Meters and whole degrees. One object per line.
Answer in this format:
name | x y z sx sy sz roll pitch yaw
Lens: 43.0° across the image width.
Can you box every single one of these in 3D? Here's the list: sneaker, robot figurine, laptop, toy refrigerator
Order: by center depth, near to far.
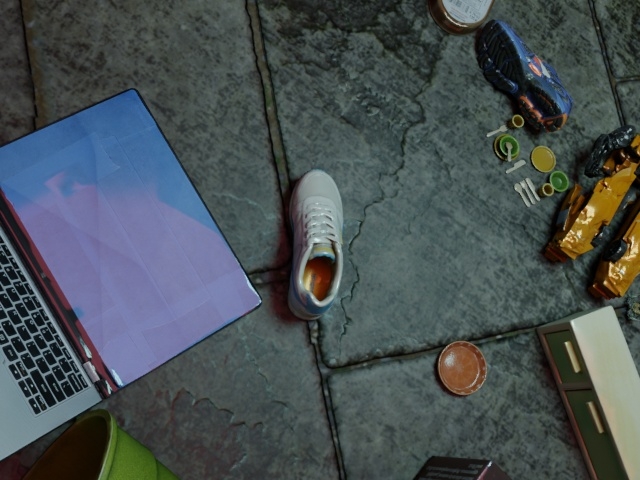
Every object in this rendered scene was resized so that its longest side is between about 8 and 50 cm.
laptop | -0.317 0.007 1.034 0.236 0.408 0.382 -32 88 12
sneaker | 0.000 0.000 1.205 0.087 0.092 0.228 4 75 -15
toy refrigerator | 0.443 0.249 1.284 0.094 0.102 0.269 -16 84 -20
robot figurine | 0.511 -0.056 1.384 0.211 0.085 0.291 39 70 -6
sneaker | 0.354 -0.287 1.399 0.087 0.083 0.221 -33 88 -42

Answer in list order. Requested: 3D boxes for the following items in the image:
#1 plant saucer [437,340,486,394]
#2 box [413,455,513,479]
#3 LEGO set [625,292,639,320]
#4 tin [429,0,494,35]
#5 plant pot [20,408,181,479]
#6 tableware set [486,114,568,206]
plant saucer | 0.220 0.200 1.271 0.083 0.013 0.083 4 76 -16
box | 0.292 0.478 1.138 0.381 0.191 0.143 42 69 -6
LEGO set | 0.543 0.111 1.393 0.083 0.023 0.054 -20 86 -34
tin | 0.261 -0.445 1.421 0.106 0.040 0.189 30 70 -14
plant pot | -0.208 0.444 0.925 0.353 0.366 0.366 39 69 -18
tableware set | 0.359 -0.141 1.388 0.104 0.024 0.154 -27 86 -21
